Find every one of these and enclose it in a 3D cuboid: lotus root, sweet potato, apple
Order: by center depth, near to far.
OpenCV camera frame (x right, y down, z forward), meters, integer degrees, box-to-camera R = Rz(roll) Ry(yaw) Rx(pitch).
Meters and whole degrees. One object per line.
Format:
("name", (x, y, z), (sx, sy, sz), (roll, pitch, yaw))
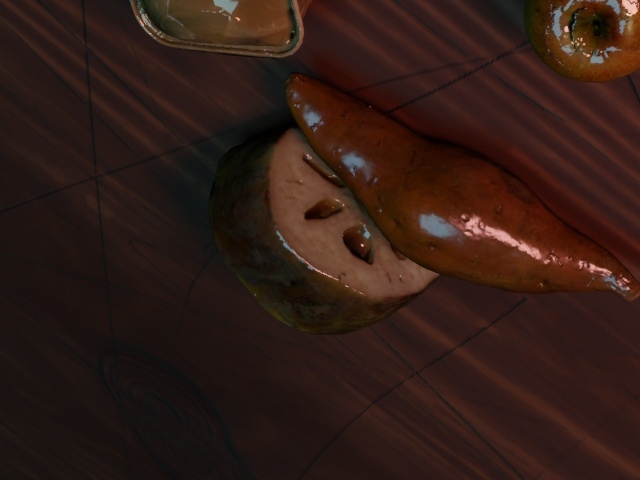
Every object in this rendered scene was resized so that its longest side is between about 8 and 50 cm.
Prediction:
("apple", (0.200, -0.174, 0.953), (0.099, 0.102, 0.114), (12, 128, 9))
("sweet potato", (0.113, -0.027, 1.151), (0.359, 0.112, 0.112), (26, 139, 8))
("lotus root", (0.000, 0.000, 1.252), (0.235, 0.138, 0.119), (41, 150, -13))

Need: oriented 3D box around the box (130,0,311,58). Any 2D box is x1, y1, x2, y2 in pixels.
("box", (-0.087, -0.214, 1.116), (0.177, 0.111, 0.111), (9, 133, 29))
